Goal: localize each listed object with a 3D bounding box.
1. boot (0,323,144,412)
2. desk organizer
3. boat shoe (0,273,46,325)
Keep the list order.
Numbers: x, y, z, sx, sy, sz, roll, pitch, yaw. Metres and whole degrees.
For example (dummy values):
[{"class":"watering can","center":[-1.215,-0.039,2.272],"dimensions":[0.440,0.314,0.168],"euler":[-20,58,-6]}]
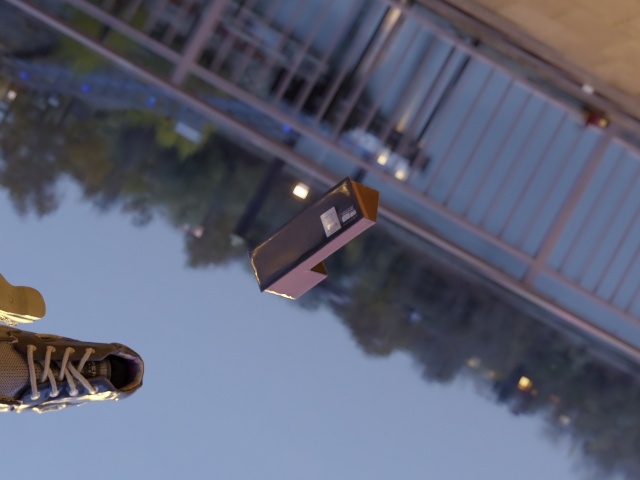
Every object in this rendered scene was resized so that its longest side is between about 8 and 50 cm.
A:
[{"class":"boot","center":[-0.203,0.092,1.076],"dimensions":[0.086,0.069,0.190],"euler":[-4,176,17]},{"class":"desk organizer","center":[0.000,0.000,1.341],"dimensions":[0.050,0.130,0.047],"euler":[19,-137,-49]},{"class":"boat shoe","center":[-0.345,0.061,1.554],"dimensions":[0.042,0.049,0.133],"euler":[-17,157,18]}]
